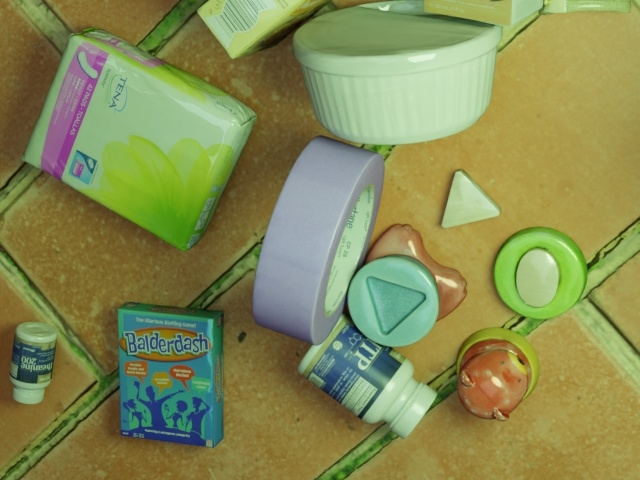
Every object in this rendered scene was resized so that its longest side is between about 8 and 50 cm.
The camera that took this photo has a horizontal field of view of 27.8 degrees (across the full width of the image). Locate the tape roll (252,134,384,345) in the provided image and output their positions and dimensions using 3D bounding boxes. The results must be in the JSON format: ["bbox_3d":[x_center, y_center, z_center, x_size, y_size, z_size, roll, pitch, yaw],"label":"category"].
[{"bbox_3d":[0.000,0.000,1.757,0.090,0.275,0.275,18,108,11],"label":"tape roll"}]

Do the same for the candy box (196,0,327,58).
[{"bbox_3d":[0.003,-0.374,1.713,0.316,0.183,0.088,-35,92,21],"label":"candy box"}]

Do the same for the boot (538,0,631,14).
[{"bbox_3d":[0.284,-0.396,1.676,0.261,0.095,0.204,7,107,12],"label":"boot"}]

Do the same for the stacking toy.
[{"bbox_3d":[0.206,0.081,1.794,0.309,0.130,0.279,36,111,5],"label":"stacking toy"}]

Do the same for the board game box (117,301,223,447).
[{"bbox_3d":[-0.231,0.207,1.998,0.160,0.047,0.210,4,104,16],"label":"board game box"}]

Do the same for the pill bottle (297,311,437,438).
[{"bbox_3d":[0.070,0.199,1.872,0.186,0.112,0.112,36,110,5],"label":"pill bottle"}]

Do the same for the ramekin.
[{"bbox_3d":[0.104,-0.220,1.688,0.272,0.273,0.127,1,116,16],"label":"ramekin"}]

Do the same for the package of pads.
[{"bbox_3d":[-0.263,-0.156,1.892,0.296,0.101,0.229,29,111,7],"label":"package of pads"}]

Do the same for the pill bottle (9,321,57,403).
[{"bbox_3d":[-0.458,0.195,2.053,0.067,0.067,0.120,15,107,13],"label":"pill bottle"}]

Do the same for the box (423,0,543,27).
[{"bbox_3d":[0.206,-0.370,1.623,0.130,0.091,0.171,16,123,32],"label":"box"}]
